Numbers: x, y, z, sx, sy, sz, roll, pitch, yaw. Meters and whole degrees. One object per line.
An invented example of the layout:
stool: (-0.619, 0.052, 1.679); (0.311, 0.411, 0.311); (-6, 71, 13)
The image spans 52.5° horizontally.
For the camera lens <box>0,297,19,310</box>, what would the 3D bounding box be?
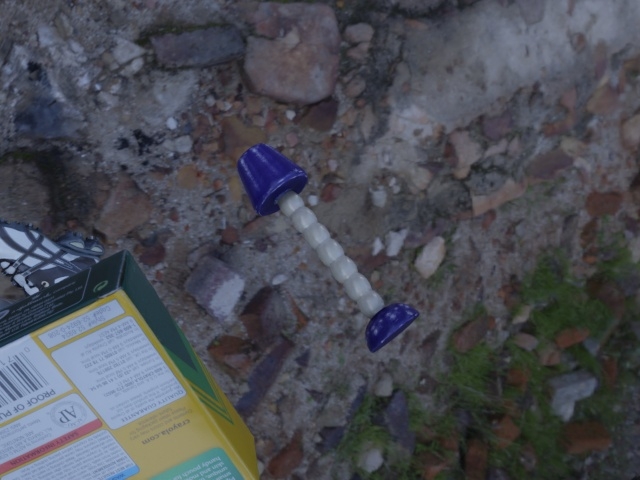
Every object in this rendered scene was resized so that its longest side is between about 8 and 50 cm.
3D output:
camera lens: (-0.406, 0.200, 0.936); (0.274, 0.219, 0.220); (24, 75, -64)

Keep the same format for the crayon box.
crayon box: (-0.198, 0.192, 0.637); (0.203, 0.083, 0.323); (-25, 118, 1)

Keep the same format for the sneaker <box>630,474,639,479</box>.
sneaker: (0.111, 0.293, 0.409); (0.343, 0.146, 0.134); (-34, 73, -17)

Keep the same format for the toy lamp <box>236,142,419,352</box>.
toy lamp: (0.000, 0.000, 0.750); (0.080, 0.080, 0.275); (-32, 73, -30)

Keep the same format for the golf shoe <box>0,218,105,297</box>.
golf shoe: (-0.369, 0.030, 0.818); (0.198, 0.077, 0.094); (12, 69, -40)
